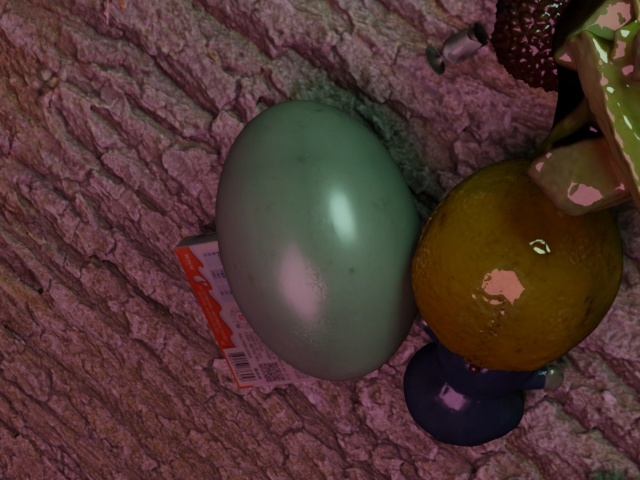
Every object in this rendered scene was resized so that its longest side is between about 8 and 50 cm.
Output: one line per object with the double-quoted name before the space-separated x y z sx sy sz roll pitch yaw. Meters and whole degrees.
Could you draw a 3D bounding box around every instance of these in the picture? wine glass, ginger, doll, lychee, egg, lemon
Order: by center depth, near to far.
"ginger" 0.434 -0.165 1.427 0.358 0.211 0.413 19 121 -17
"lychee" 0.289 -0.254 1.579 0.188 0.188 0.188 18 129 24
"lemon" 0.252 0.029 1.738 0.258 0.258 0.310 35 139 10
"wine glass" 0.174 -0.248 1.756 0.039 0.042 0.083 24 142 -34
"egg" 0.000 0.000 1.868 0.276 0.276 0.388 -12 92 39
"doll" 0.223 0.187 1.961 0.228 0.154 0.258 25 140 7

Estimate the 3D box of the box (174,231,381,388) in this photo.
"box" -0.062 0.099 2.133 0.265 0.048 0.273 -9 114 30
